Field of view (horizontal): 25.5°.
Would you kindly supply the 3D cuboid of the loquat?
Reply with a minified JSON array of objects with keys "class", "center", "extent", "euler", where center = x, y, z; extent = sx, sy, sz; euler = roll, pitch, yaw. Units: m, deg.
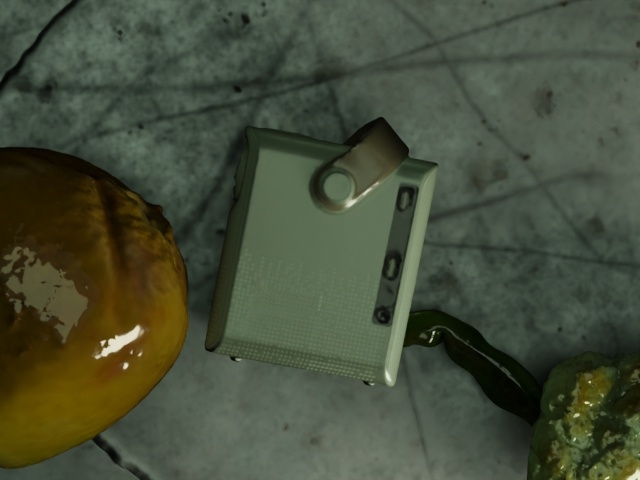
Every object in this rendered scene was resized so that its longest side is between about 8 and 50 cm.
[{"class":"loquat","center":[-0.251,0.062,1.205],"extent":[0.276,0.276,0.284],"euler":[38,90,-6]}]

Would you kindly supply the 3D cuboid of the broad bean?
[{"class":"broad bean","center":[0.150,0.118,1.364],"extent":[0.195,0.046,0.061],"euler":[27,109,1]}]

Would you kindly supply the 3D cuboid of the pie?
[{"class":"pie","center":[0.322,0.214,1.345],"extent":[0.275,0.105,0.257],"euler":[-17,101,-18]}]

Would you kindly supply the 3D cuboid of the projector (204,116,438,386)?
[{"class":"projector","center":[0.000,0.000,1.287],"extent":[0.177,0.163,0.242],"euler":[12,93,-4]}]
